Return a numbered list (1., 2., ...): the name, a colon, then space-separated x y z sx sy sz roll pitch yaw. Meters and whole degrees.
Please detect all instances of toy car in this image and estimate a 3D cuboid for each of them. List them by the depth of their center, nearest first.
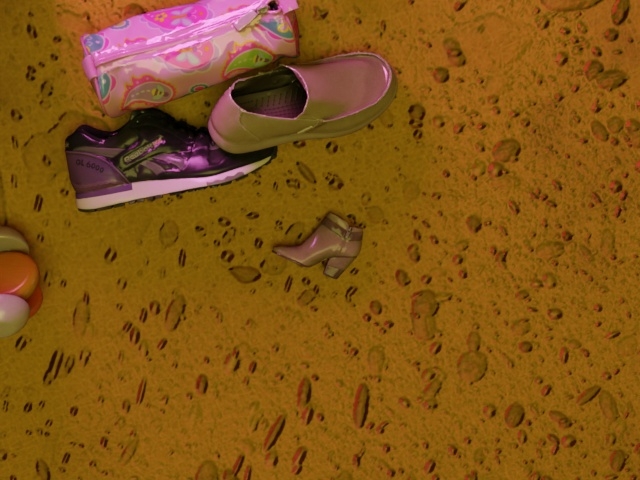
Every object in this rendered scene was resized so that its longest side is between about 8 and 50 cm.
1. toy car: -0.468 0.075 1.540 0.182 0.159 0.136 -5 145 -6

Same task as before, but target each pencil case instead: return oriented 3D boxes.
1. pencil case: -0.163 -0.254 1.467 0.284 0.124 0.124 -18 109 0

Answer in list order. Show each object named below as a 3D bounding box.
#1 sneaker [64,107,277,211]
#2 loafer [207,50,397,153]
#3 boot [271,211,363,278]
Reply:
1. sneaker: -0.202 -0.127 1.517 0.283 0.107 0.124 -12 103 -3
2. loafer: -0.016 -0.187 1.490 0.268 0.092 0.102 -21 73 -16
3. boot: 0.000 0.000 1.618 0.118 0.042 0.087 21 98 -14
